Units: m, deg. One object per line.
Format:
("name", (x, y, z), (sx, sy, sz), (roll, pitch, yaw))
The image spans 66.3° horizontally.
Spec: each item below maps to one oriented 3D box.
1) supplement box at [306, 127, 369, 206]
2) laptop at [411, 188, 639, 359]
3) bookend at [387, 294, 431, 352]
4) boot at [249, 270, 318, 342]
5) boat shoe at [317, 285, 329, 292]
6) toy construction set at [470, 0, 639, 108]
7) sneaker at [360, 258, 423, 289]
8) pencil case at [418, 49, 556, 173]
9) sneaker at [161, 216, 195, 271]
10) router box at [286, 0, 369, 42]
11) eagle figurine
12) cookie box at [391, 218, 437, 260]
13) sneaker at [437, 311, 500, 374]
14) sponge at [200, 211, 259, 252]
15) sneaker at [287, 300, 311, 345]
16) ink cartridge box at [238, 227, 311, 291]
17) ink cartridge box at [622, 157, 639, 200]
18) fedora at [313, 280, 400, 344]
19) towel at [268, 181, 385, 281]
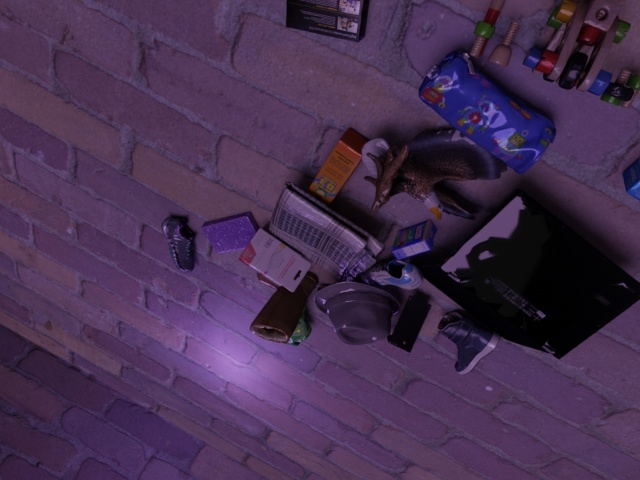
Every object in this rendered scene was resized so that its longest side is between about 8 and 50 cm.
("supplement box", (0.041, -0.180, 1.297), (0.078, 0.080, 0.233), (34, 137, -1))
("laptop", (0.490, 0.094, 1.259), (0.382, 0.236, 0.408), (37, 118, -5))
("bookend", (0.271, 0.252, 1.519), (0.072, 0.156, 0.157), (25, 89, 7))
("boot", (-0.152, 0.189, 1.560), (0.236, 0.269, 0.089), (5, 128, 24))
("boat shoe", (0.065, 0.172, 1.578), (0.178, 0.064, 0.060), (-6, 125, 34))
("toy construction set", (0.438, -0.401, 0.860), (0.309, 0.257, 0.237), (34, 119, 30))
("sneaker", (0.194, 0.087, 1.400), (0.237, 0.085, 0.086), (-1, 129, 57))
("pencil case", (0.351, -0.274, 1.032), (0.306, 0.119, 0.133), (36, 142, -5))
("sneaker", (-0.475, 0.020, 1.722), (0.098, 0.083, 0.224), (-2, 124, 22))
("router box", (0.014, -0.517, 1.059), (0.179, 0.046, 0.133), (18, 133, 13))
("eagle figurine", (0.256, -0.141, 1.152), (0.226, 0.298, 0.225), (2, 101, 61))
("cookie box", (0.253, -0.001, 1.324), (0.107, 0.092, 0.040), (-21, 118, 37))
("sneaker", (0.420, 0.310, 1.495), (0.163, 0.086, 0.226), (28, 137, 8))
("sponge", (-0.289, -0.023, 1.625), (0.210, 0.031, 0.117), (-11, 121, 32))
("sneaker", (-0.082, 0.280, 1.723), (0.123, 0.109, 0.295), (21, 142, 0))
("ink cartridge box", (-0.141, 0.066, 1.530), (0.198, 0.115, 0.067), (35, 166, -4))
("ink cartridge box", (0.737, -0.146, 0.962), (0.148, 0.086, 0.203), (32, 134, 1))
("fedora", (0.113, 0.235, 1.471), (0.243, 0.124, 0.275), (-23, 142, 33))
("towel", (0.000, 0.000, 1.418), (0.324, 0.056, 0.312), (32, 151, 0))
